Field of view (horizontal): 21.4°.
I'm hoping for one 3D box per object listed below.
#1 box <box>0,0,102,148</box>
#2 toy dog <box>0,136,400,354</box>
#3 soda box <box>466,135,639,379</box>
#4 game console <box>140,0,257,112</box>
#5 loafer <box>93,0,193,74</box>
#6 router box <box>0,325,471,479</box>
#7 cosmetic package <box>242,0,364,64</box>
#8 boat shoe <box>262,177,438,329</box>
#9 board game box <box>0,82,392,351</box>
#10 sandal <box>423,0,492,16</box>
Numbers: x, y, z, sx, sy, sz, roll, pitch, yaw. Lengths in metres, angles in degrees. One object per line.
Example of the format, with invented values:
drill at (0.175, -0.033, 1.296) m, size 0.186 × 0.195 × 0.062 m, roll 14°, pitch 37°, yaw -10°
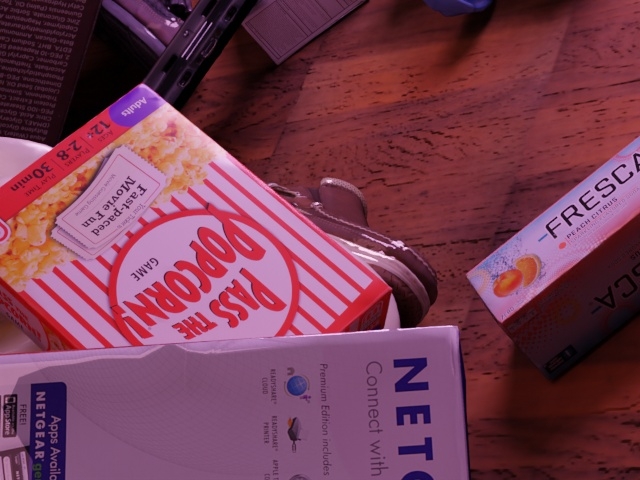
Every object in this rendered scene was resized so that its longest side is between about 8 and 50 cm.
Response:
box at (-0.273, -0.224, 1.443) m, size 0.191 × 0.143 × 0.381 m, roll -119°, pitch 42°, yaw -52°
toy dog at (-0.150, 0.180, 0.993) m, size 0.395 × 0.284 × 0.408 m, roll 1°, pitch 53°, yaw 21°
soda box at (0.179, -0.005, 0.991) m, size 0.183 × 0.063 × 0.058 m, roll -38°, pitch 35°, yaw 6°
game console at (-0.132, -0.083, 1.314) m, size 0.361 × 0.044 × 0.213 m, roll -55°, pitch 21°, yaw 2°
loafer at (-0.168, -0.225, 1.533) m, size 0.095 × 0.109 × 0.302 m, roll -43°, pitch 32°, yaw -6°
router box at (-0.076, 0.213, 0.747) m, size 0.301 × 0.082 × 0.335 m, roll -5°, pitch 68°, yaw 5°
cosmetic package at (-0.035, -0.258, 1.469) m, size 0.099 × 0.060 × 0.239 m, roll -34°, pitch 36°, yaw 12°
boat shoe at (-0.004, -0.006, 1.152) m, size 0.257 × 0.095 × 0.095 m, roll 13°, pitch 57°, yaw 50°
board game box at (-0.082, 0.021, 0.914) m, size 0.193 × 0.045 × 0.147 m, roll 39°, pitch 62°, yaw 19°
sandal at (0.084, -0.269, 1.316) m, size 0.138 × 0.126 × 0.317 m, roll -46°, pitch 33°, yaw 4°
